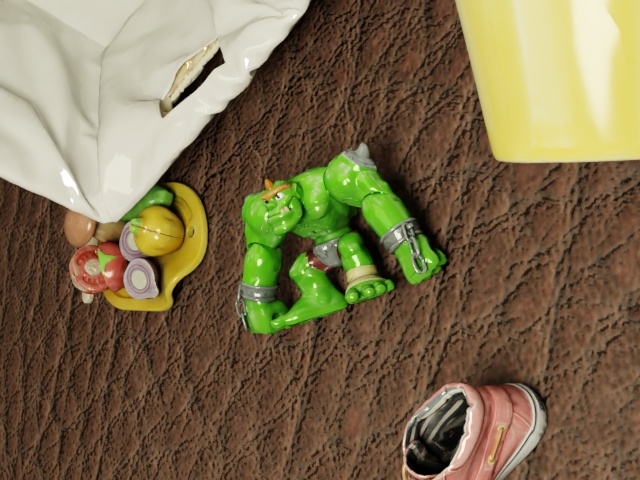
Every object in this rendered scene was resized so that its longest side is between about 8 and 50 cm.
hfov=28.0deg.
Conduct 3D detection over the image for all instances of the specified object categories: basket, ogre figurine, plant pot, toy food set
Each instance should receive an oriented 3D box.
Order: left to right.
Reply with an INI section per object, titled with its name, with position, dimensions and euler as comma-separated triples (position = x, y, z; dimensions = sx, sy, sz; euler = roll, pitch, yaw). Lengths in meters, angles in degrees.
[basket]
position = -0.227, -0.251, 1.133
dimensions = 0.328, 0.331, 0.266
euler = -44, 31, 32
[toy food set]
position = -0.202, 0.003, 1.258
dimensions = 0.218, 0.071, 0.128
euler = -4, 78, 48
[ogre figurine]
position = 0.000, 0.000, 1.025
dimensions = 0.197, 0.097, 0.118
euler = -28, 78, 58
[plant pot]
position = 0.180, -0.170, 0.765
dimensions = 0.254, 0.254, 0.238
euler = 2, 98, 48

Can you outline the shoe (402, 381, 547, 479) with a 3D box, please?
[shoe]
position = 0.080, 0.169, 0.897
dimensions = 0.178, 0.081, 0.063
euler = -58, 45, 21
